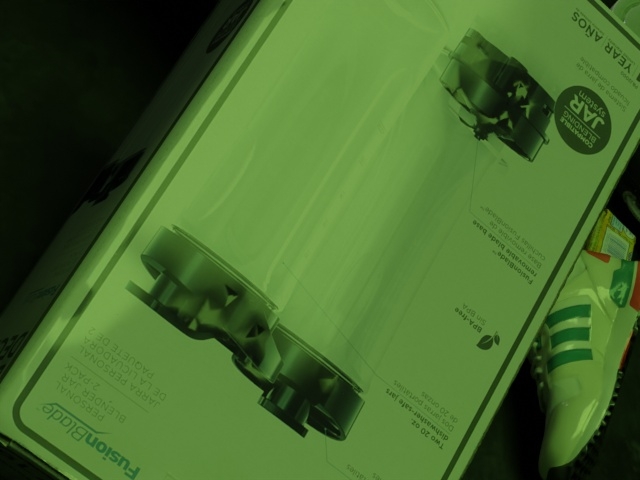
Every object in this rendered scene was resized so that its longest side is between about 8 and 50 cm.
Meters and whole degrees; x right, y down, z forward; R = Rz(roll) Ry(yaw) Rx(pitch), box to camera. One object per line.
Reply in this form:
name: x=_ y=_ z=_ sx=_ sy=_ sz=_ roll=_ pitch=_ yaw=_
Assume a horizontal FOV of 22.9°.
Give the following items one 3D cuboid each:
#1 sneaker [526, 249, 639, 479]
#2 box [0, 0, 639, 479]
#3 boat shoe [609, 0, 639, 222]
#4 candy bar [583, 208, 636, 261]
sneaker: x=0.130 y=0.066 z=0.870 sx=0.075 sy=0.057 sz=0.161 roll=18 pitch=51 yaw=12
box: x=0.000 y=0.000 z=0.612 sx=0.169 sy=0.087 sz=0.290 roll=38 pitch=66 yaw=-19
boat shoe: x=0.270 y=-0.024 z=1.075 sx=0.114 sy=0.091 sz=0.302 roll=-19 pitch=75 yaw=-35
candy bar: x=0.171 y=0.028 z=0.972 sx=0.040 sy=0.018 sz=0.161 roll=38 pitch=35 yaw=-7
